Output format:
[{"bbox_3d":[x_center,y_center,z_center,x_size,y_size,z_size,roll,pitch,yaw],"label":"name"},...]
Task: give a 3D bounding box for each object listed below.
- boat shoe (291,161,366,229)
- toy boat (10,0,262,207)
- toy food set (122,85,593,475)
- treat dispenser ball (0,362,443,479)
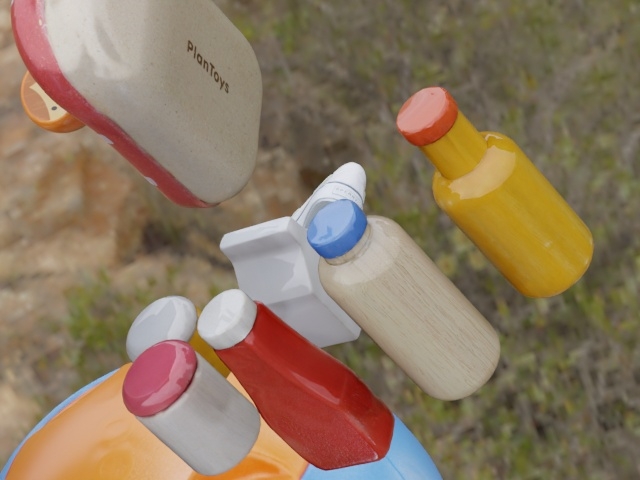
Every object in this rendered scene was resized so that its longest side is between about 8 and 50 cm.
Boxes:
[{"bbox_3d":[0.000,0.000,2.083,0.226,0.083,0.076,-50,8,48],"label":"boat shoe"},{"bbox_3d":[-0.151,-0.116,1.342,0.151,0.231,0.151,-11,58,25],"label":"toy boat"},{"bbox_3d":[-0.014,0.024,0.781,0.232,0.104,0.111,-15,43,37],"label":"toy food set"},{"bbox_3d":[-0.057,0.204,1.066,0.288,0.288,0.288,-14,39,12],"label":"treat dispenser ball"}]
